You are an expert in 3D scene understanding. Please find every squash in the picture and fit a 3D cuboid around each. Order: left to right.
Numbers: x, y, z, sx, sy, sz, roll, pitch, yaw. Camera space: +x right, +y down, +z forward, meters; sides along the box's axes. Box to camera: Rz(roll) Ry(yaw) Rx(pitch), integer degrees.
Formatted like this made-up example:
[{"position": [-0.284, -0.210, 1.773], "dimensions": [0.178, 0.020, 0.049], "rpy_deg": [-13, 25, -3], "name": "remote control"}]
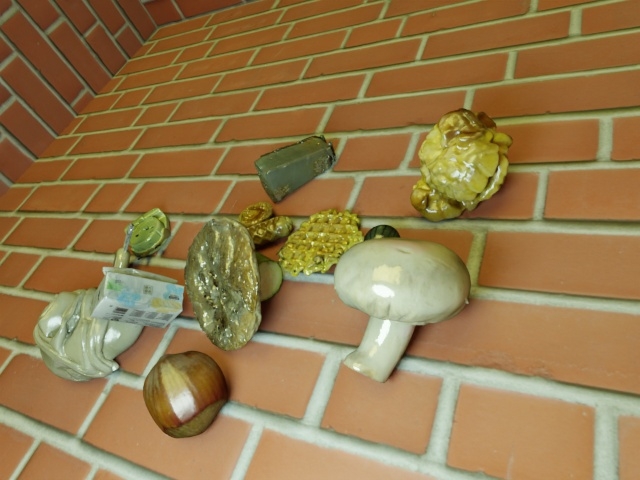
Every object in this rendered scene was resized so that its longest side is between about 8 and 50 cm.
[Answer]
[{"position": [-0.239, 0.085, 1.462], "dimensions": [0.247, 0.133, 0.132], "rpy_deg": [22, 64, 43], "name": "squash"}]

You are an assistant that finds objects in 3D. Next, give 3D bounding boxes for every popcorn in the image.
[{"position": [0.390, -0.200, 1.320], "dimensions": [0.332, 0.225, 0.265], "rpy_deg": [-57, 33, 4], "name": "popcorn"}]

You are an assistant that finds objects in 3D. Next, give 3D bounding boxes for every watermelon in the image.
[{"position": [0.177, 0.003, 1.328], "dimensions": [0.105, 0.105, 0.133], "rpy_deg": [2, 30, 30], "name": "watermelon"}]

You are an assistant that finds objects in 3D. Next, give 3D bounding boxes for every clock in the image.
[{"position": [-0.659, -0.013, 1.821], "dimensions": [0.170, 0.069, 0.232], "rpy_deg": [-32, 44, 0], "name": "clock"}]

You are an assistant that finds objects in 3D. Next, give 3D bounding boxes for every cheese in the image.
[{"position": [-0.723, 0.049, 1.749], "dimensions": [0.235, 0.049, 0.127], "rpy_deg": [-69, 27, 15], "name": "cheese"}]

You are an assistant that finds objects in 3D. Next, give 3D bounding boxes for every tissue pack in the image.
[{"position": [-0.550, 0.162, 1.441], "dimensions": [0.159, 0.229, 0.145], "rpy_deg": [-40, 45, 43], "name": "tissue pack"}]

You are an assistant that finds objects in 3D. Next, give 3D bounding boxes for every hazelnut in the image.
[{"position": [-0.345, 0.391, 1.198], "dimensions": [0.210, 0.210, 0.186], "rpy_deg": [-26, 40, 6], "name": "hazelnut"}]

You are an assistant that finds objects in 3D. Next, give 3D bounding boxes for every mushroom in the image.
[{"position": [0.158, 0.112, 1.101], "dimensions": [0.355, 0.315, 0.315], "rpy_deg": [-31, 43, -3], "name": "mushroom"}]

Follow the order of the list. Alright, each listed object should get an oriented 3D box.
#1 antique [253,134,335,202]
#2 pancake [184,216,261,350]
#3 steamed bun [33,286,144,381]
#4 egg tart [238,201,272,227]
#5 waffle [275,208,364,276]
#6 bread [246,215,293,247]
[{"position": [-0.082, -0.272, 1.705], "dimensions": [0.284, 0.150, 0.125], "rpy_deg": [-30, 47, -10], "name": "antique"}, {"position": [-0.270, 0.121, 1.343], "dimensions": [0.386, 0.082, 0.388], "rpy_deg": [4, 95, 49], "name": "pancake"}, {"position": [-0.753, 0.275, 1.506], "dimensions": [0.324, 0.219, 0.310], "rpy_deg": [8, 57, 35], "name": "steamed bun"}, {"position": [-0.220, -0.084, 1.653], "dimensions": [0.130, 0.052, 0.130], "rpy_deg": [-15, 40, 13], "name": "egg tart"}, {"position": [0.001, 0.003, 1.441], "dimensions": [0.280, 0.060, 0.262], "rpy_deg": [-24, 36, -2], "name": "waffle"}, {"position": [-0.260, 0.001, 1.583], "dimensions": [0.367, 0.084, 0.077], "rpy_deg": [-19, 85, 11], "name": "bread"}]
